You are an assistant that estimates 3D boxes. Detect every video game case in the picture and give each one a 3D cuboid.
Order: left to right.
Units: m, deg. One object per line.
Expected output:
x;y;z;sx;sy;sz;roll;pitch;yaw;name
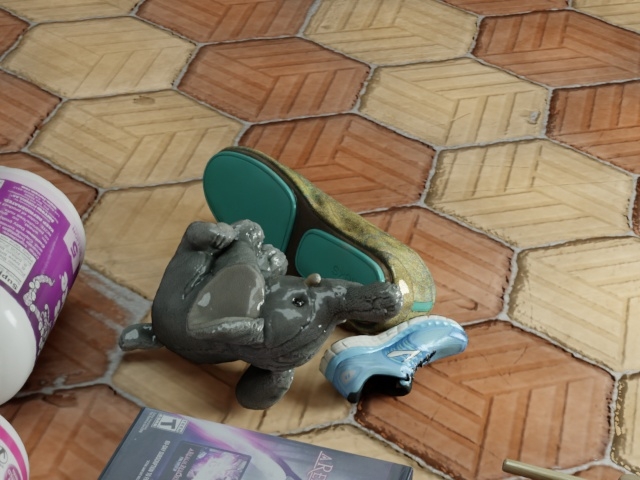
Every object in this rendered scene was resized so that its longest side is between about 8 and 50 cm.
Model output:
-0.070;0.245;1.430;0.274;0.026;0.196;10;33;13;video game case

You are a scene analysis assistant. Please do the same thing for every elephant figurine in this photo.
-0.062;0.079;1.553;0.169;0.186;0.239;10;16;-32;elephant figurine

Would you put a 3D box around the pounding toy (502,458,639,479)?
0.209;0.271;1.356;0.206;0.094;0.181;-10;29;-37;pounding toy

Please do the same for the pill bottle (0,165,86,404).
-0.348;0.066;1.554;0.169;0.169;0.301;6;33;5;pill bottle

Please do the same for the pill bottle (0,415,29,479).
-0.344;0.261;1.254;0.160;0.160;0.283;5;33;4;pill bottle

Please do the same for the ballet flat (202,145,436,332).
0.000;0.000;1.757;0.123;0.123;0.348;-20;38;-32;ballet flat

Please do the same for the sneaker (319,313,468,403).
0.082;0.130;1.607;0.162;0.063;0.073;-16;55;-21;sneaker
